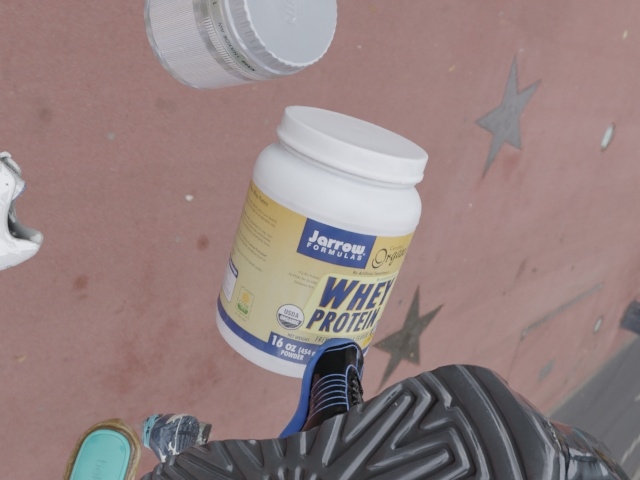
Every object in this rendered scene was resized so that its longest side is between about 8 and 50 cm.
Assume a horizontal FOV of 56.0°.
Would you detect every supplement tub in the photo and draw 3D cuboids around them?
[{"bbox_3d":[0.000,0.000,0.816,0.228,0.228,0.317,-7,123,-48],"label":"supplement tub"}]

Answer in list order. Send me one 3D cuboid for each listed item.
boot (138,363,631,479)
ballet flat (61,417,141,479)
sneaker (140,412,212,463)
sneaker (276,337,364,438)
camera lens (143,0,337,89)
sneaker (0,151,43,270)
[{"bbox_3d":[0.090,0.262,0.562,0.366,0.146,0.445,-25,149,22],"label":"boot"},{"bbox_3d":[-0.330,0.407,0.811,0.124,0.116,0.343,117,-9,-77],"label":"ballet flat"},{"bbox_3d":[-0.304,0.391,1.180,0.283,0.122,0.110,90,14,-68],"label":"sneaker"},{"bbox_3d":[0.019,0.190,0.639,0.082,0.090,0.232,65,33,-25],"label":"sneaker"},{"bbox_3d":[-0.138,-0.368,0.987,0.219,0.274,0.220,-7,99,-46],"label":"camera lens"},{"bbox_3d":[-0.442,-0.094,0.740,0.129,0.111,0.297,-16,115,-6],"label":"sneaker"}]
